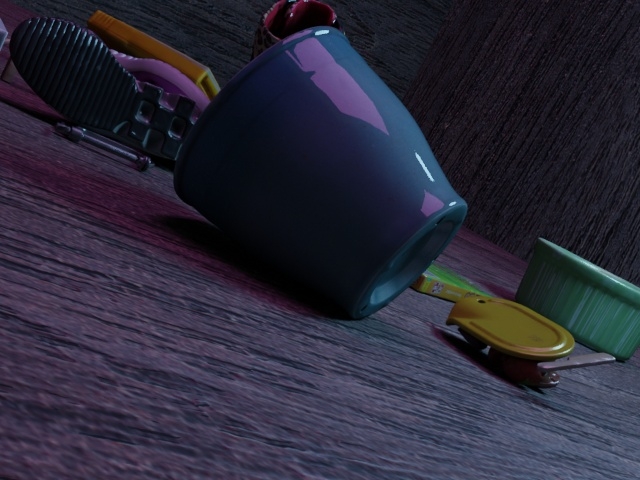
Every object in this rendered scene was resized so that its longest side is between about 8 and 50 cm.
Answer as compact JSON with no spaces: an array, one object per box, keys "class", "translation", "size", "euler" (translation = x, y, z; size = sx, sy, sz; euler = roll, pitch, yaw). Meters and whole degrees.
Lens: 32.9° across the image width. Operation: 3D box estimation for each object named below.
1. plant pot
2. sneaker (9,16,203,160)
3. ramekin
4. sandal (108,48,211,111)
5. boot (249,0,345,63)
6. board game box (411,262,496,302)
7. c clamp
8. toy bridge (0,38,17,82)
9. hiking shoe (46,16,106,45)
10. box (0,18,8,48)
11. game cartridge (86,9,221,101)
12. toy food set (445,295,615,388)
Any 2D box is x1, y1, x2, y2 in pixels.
[{"class":"plant pot","translation":[0.017,-0.057,1.238],"size":[0.255,0.271,0.272],"euler":[46,12,16]},{"class":"sneaker","translation":[-0.321,-0.206,1.569],"size":[0.330,0.122,0.146],"euler":[33,-13,-36]},{"class":"ramekin","translation":[0.561,0.128,2.287],"size":[0.303,0.148,0.303],"euler":[27,7,-4]},{"class":"sandal","translation":[-0.299,-0.223,1.800],"size":[0.416,0.102,0.169],"euler":[25,-21,49]},{"class":"boot","translation":[-0.038,-0.248,1.740],"size":[0.138,0.284,0.377],"euler":[29,34,13]},{"class":"board game box","translation":[0.193,0.064,1.834],"size":[0.124,0.039,0.259],"euler":[34,12,37]},{"class":"c clamp","translation":[-0.291,-0.127,1.466],"size":[0.161,0.022,0.137],"euler":[22,3,-31]},{"class":"toy bridge","translation":[-0.471,-0.274,1.660],"size":[0.188,0.063,0.026],"euler":[24,8,-29]},{"class":"hiking shoe","translation":[-0.417,-0.309,2.030],"size":[0.304,0.113,0.132],"euler":[34,-6,-27]},{"class":"box","translation":[-0.414,-0.207,1.179],"size":[0.103,0.114,0.203],"euler":[23,8,-23]},{"class":"game cartridge","translation":[-0.304,-0.303,2.151],"size":[0.324,0.052,0.285],"euler":[29,-17,28]},{"class":"toy food set","translation":[0.252,0.145,1.392],"size":[0.128,0.071,0.218],"euler":[-7,25,-33]}]
